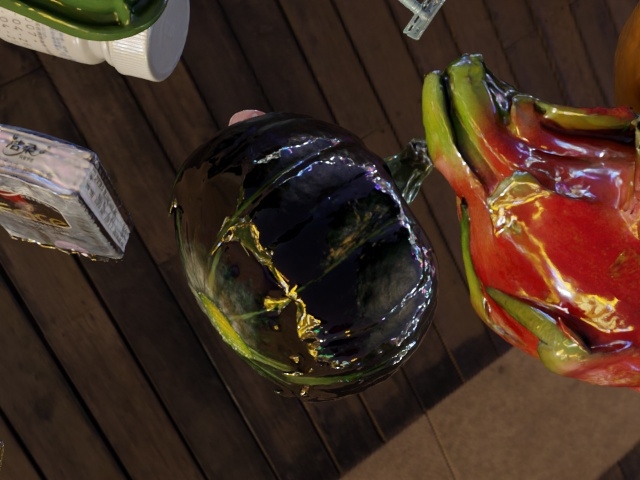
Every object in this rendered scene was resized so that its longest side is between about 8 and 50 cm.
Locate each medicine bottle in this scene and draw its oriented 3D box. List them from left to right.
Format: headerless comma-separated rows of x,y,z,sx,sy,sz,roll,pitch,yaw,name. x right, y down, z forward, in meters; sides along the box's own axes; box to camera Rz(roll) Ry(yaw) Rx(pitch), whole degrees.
-0.222,-0.222,0.702,0.168,0.105,0.105,17,85,6,medicine bottle

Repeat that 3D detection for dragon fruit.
0.191,-0.019,0.506,0.200,0.198,0.269,-16,79,-21,dragon fruit

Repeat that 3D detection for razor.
0.153,-0.530,1.542,0.232,0.068,0.106,28,101,-33,razor

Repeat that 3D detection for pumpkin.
0.000,0.000,0.735,0.296,0.296,0.295,-2,95,-27,pumpkin

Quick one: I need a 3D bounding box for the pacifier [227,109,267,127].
-0.090,-0.107,0.898,0.081,0.078,0.099,40,79,5,pacifier

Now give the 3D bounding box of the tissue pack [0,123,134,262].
-0.513,-0.084,1.374,0.260,0.361,0.122,13,71,0,tissue pack

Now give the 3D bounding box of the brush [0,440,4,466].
-0.266,0.289,0.442,0.086,0.020,0.336,18,64,-28,brush

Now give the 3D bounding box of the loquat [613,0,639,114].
0.338,-0.128,0.567,0.193,0.238,0.238,-6,97,-2,loquat

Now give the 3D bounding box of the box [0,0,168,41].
-0.203,-0.291,0.385,0.329,0.178,0.252,20,72,-13,box
